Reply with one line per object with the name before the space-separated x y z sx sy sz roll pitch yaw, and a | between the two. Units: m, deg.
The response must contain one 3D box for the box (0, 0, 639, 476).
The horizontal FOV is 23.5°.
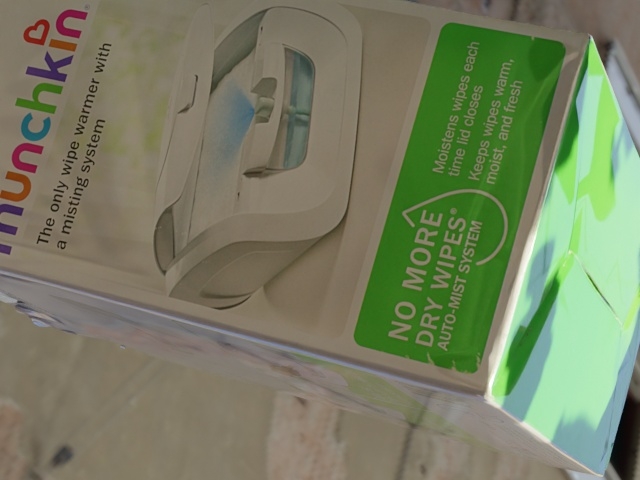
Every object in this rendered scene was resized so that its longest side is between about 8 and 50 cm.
box | 0.000 0.000 0.611 0.231 0.262 0.127 14 -99 21
